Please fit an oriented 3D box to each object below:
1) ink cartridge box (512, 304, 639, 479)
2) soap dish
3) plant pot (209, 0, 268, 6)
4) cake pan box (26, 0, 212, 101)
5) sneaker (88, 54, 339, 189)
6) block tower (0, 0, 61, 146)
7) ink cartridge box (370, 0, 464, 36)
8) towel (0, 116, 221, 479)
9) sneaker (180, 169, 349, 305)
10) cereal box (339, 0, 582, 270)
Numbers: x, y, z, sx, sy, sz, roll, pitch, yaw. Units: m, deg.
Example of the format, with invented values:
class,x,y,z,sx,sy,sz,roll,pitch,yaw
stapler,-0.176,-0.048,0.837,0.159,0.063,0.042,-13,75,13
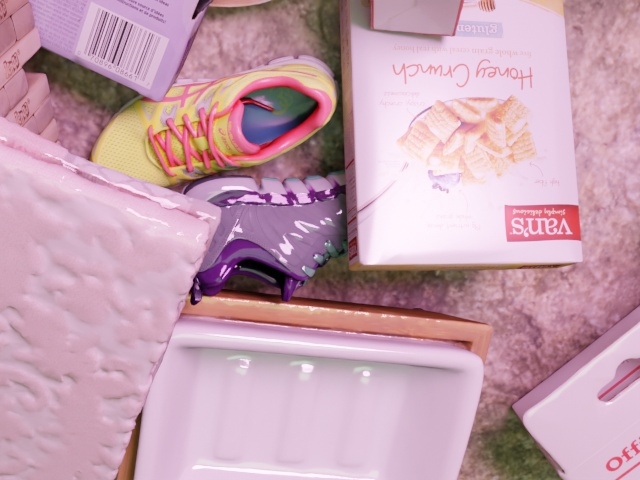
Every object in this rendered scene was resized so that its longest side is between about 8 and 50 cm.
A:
class,x,y,z,sx,sy,sz,roll,pitch,yaw
ink cartridge box,0.336,0.189,0.726,0.207,0.119,0.353,-40,111,6
soap dish,-0.020,0.153,0.656,0.290,0.118,0.229,7,107,-11
plant pot,-0.071,-0.291,0.543,0.236,0.032,0.237,-3,110,-8
cake pan box,-0.165,-0.249,0.477,0.266,0.070,0.246,23,122,-10
sneaker,-0.082,-0.086,0.577,0.208,0.094,0.082,-23,112,0
block tower,-0.235,-0.093,0.493,0.097,0.091,0.336,3,126,5
ink cartridge box,0.075,-0.255,0.510,0.067,0.115,0.198,7,79,5
towel,-0.259,0.042,0.504,0.316,0.053,0.332,22,127,-10
sneaker,0.000,0.000,0.604,0.223,0.083,0.098,-5,73,-12
cereal box,0.104,-0.097,0.577,0.172,0.047,0.240,-1,81,-10
